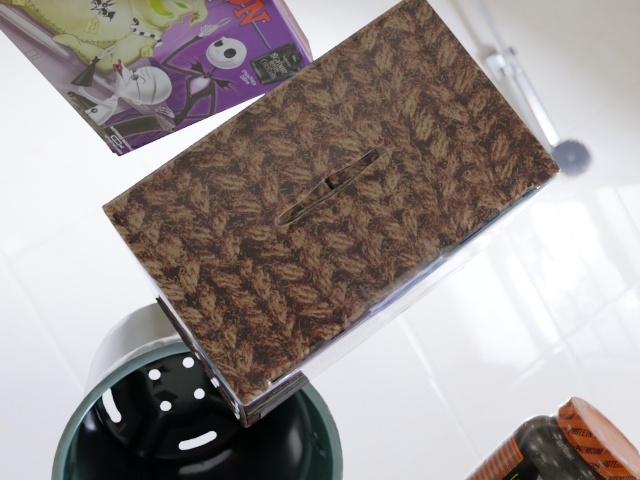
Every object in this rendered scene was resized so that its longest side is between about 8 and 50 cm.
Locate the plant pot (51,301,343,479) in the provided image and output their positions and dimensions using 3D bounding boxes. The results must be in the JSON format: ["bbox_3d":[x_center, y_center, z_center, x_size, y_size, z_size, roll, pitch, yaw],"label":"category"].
[{"bbox_3d":[-0.173,0.242,1.448,0.341,0.341,0.334,-31,-163,-4],"label":"plant pot"}]

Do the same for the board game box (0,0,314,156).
[{"bbox_3d":[-0.164,-0.215,0.886,0.208,0.347,0.056,-25,-128,10],"label":"board game box"}]

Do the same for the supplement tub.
[{"bbox_3d":[0.293,0.392,1.570,0.338,0.207,0.207,-47,-175,15],"label":"supplement tub"}]

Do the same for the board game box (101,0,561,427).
[{"bbox_3d":[0.000,0.000,0.773,0.232,0.141,0.291,-36,172,-10],"label":"board game box"}]
